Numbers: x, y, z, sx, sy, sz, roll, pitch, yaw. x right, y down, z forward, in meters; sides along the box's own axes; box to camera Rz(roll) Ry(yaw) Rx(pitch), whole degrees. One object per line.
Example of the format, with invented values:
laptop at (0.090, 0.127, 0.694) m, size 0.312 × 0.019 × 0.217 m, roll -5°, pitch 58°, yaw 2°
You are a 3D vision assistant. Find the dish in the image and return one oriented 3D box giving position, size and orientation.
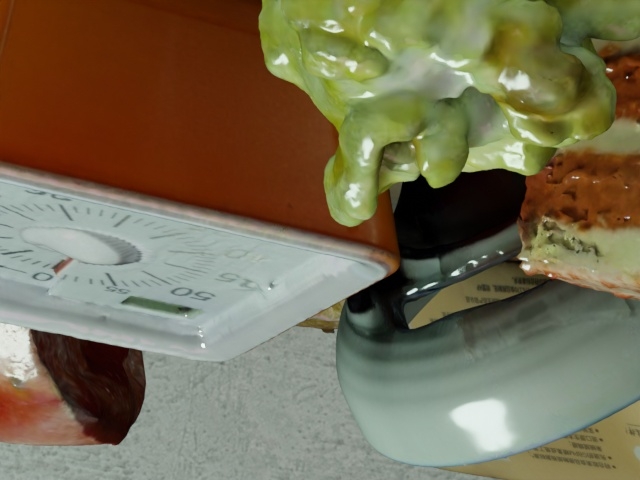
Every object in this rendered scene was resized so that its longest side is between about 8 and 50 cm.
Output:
dish at (0.104, -0.017, 1.001) m, size 0.134 × 0.273 × 0.273 m, roll 56°, pitch 155°, yaw -19°

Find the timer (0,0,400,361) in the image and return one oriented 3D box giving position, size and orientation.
timer at (-0.121, -0.023, 1.005) m, size 0.257 × 0.161 × 0.250 m, roll 12°, pitch 146°, yaw -21°

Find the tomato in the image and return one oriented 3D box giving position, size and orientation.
tomato at (-0.231, 0.025, 1.260) m, size 0.170 × 0.309 × 0.309 m, roll -16°, pitch 169°, yaw 10°

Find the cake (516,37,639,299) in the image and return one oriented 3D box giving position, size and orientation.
cake at (0.194, -0.038, 0.698) m, size 0.262 × 0.158 × 0.159 m, roll 10°, pitch 170°, yaw 16°

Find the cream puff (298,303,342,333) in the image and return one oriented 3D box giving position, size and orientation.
cream puff at (0.000, 0.000, 1.590) m, size 0.189 × 0.129 × 0.189 m, roll 10°, pitch 165°, yaw 3°

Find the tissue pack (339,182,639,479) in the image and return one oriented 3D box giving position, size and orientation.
tissue pack at (0.199, 0.039, 1.351) m, size 0.239 × 0.238 × 0.306 m, roll 16°, pitch 172°, yaw -43°

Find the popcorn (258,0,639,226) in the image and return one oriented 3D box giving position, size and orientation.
popcorn at (0.045, -0.085, 0.734) m, size 0.141 × 0.162 × 0.135 m, roll 34°, pitch -152°, yaw -7°
